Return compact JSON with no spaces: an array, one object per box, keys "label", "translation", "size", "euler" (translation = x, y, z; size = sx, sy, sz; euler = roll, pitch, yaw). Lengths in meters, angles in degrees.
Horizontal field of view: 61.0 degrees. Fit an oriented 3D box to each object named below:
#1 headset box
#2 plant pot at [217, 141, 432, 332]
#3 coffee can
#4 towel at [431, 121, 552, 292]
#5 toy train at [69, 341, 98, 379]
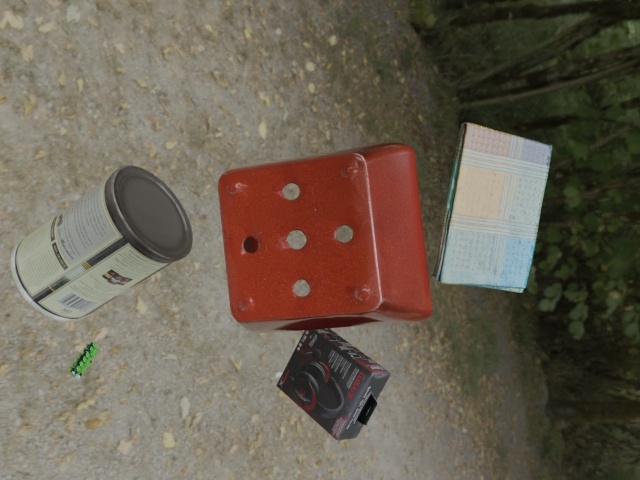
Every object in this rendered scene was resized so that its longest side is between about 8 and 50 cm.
[{"label":"headset box","translation":[0.044,0.409,1.557],"size":[0.110,0.293,0.218],"euler":[19,101,-53]},{"label":"plant pot","translation":[0.000,0.000,0.729],"size":[0.236,0.268,0.266],"euler":[1,83,-78]},{"label":"coffee can","translation":[-0.419,0.010,1.050],"size":[0.201,0.276,0.201],"euler":[51,20,-27]},{"label":"towel","translation":[0.410,-0.069,1.283],"size":[0.272,0.040,0.369],"euler":[9,91,-23]},{"label":"toy train","translation":[-0.375,0.191,0.863],"size":[0.083,0.017,0.023],"euler":[-93,174,-68]}]
